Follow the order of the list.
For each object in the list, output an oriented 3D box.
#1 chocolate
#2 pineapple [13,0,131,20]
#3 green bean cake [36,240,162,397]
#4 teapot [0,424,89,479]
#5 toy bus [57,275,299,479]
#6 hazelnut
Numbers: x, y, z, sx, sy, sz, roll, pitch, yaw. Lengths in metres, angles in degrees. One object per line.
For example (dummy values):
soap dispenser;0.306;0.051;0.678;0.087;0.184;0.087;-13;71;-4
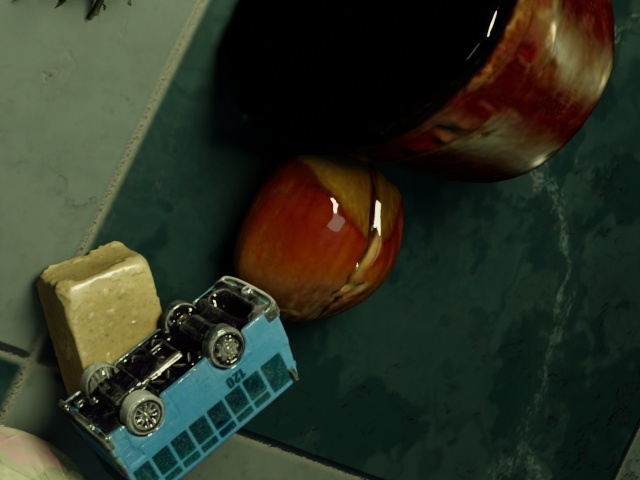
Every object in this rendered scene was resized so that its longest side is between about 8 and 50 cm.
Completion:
chocolate;0.141;-0.216;1.400;0.331;0.383;0.384;33;85;-46
pineapple;-0.193;-0.387;1.241;0.165;0.165;0.365;1;112;-34
green bean cake;-0.232;0.102;1.385;0.109;0.085;0.179;-25;117;-29
teapot;-0.353;0.298;1.301;0.221;0.163;0.178;13;105;-63
toy bus;-0.140;0.155;1.343;0.234;0.116;0.134;-38;123;-21
hazelnut;0.002;0.002;1.455;0.212;0.181;0.181;12;75;-45
